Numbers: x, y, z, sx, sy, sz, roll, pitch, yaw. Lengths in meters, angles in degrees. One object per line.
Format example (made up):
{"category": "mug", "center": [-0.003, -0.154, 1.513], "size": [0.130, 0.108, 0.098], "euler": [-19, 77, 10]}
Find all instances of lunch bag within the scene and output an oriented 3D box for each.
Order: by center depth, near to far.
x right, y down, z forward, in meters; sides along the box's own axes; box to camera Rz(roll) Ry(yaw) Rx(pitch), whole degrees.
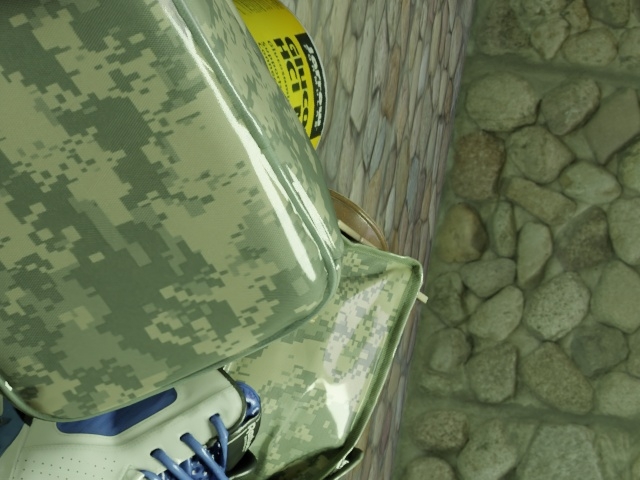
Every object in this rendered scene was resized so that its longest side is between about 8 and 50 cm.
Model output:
{"category": "lunch bag", "center": [-0.137, -0.092, 1.016], "size": [0.256, 0.212, 0.305], "euler": [-103, 166, -46]}
{"category": "lunch bag", "center": [-0.056, 0.130, 1.681], "size": [0.235, 0.169, 0.287], "euler": [-12, -125, 69]}

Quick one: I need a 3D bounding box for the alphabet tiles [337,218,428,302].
{"category": "alphabet tiles", "center": [0.000, 0.000, 1.775], "size": [0.237, 0.198, 0.009], "euler": [35, 78, -52]}

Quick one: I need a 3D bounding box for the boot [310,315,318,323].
{"category": "boot", "center": [-0.108, 0.091, 1.484], "size": [0.077, 0.213, 0.165], "euler": [-172, -89, -71]}

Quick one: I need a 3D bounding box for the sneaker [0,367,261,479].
{"category": "sneaker", "center": [-0.133, 0.159, 1.304], "size": [0.127, 0.182, 0.315], "euler": [84, 7, -54]}

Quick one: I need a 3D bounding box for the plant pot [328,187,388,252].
{"category": "plant pot", "center": [-0.034, 0.054, 1.959], "size": [0.167, 0.167, 0.165], "euler": [85, 24, -48]}

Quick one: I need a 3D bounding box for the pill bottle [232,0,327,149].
{"category": "pill bottle", "center": [-0.100, -0.100, 1.397], "size": [0.334, 0.188, 0.188], "euler": [-38, 135, -75]}
